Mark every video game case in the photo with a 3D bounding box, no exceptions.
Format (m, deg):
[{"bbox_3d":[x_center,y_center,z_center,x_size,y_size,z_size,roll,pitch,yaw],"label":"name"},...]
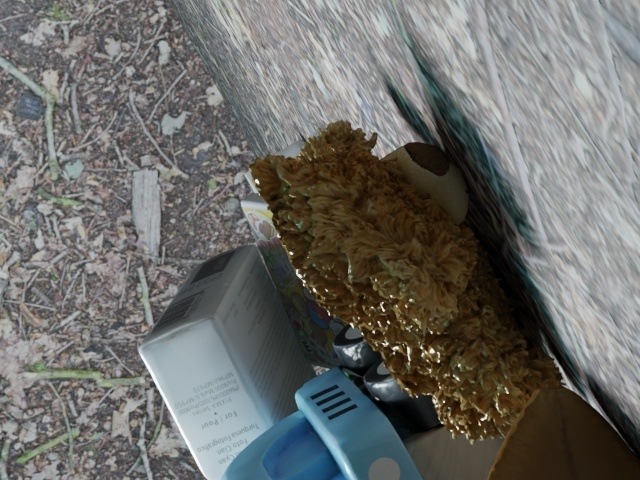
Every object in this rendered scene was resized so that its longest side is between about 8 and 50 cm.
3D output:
[{"bbox_3d":[0.023,0.053,1.745,0.227,0.026,0.206,9,127,54],"label":"video game case"}]

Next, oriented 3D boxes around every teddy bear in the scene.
[{"bbox_3d":[0.075,0.025,1.146,0.338,0.113,0.245,52,-170,-44],"label":"teddy bear"}]

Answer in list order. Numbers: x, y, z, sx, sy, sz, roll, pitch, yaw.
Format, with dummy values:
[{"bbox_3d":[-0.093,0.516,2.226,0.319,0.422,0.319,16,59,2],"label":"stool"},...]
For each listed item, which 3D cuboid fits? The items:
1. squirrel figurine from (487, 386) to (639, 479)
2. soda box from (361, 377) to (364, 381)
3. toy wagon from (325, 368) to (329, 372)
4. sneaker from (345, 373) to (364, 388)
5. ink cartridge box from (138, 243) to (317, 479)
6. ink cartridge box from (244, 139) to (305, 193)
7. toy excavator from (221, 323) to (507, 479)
[{"bbox_3d":[0.139,0.354,1.058,0.397,0.281,0.370,43,153,34],"label":"squirrel figurine"},{"bbox_3d":[0.061,0.087,1.876,0.286,0.091,0.098,60,175,-6],"label":"soda box"},{"bbox_3d":[0.095,0.244,2.185,0.344,0.068,0.267,-124,32,-44],"label":"toy wagon"},{"bbox_3d":[0.069,0.244,2.009,0.146,0.134,0.343,-33,65,49],"label":"sneaker"},{"bbox_3d":[-0.044,0.219,1.767,0.308,0.091,0.385,-70,-43,-77],"label":"ink cartridge box"},{"bbox_3d":[0.000,0.000,2.085,0.153,0.087,0.208,56,175,39],"label":"ink cartridge box"},{"bbox_3d":[-0.010,0.271,1.449,0.222,0.445,0.433,60,175,-12],"label":"toy excavator"}]
